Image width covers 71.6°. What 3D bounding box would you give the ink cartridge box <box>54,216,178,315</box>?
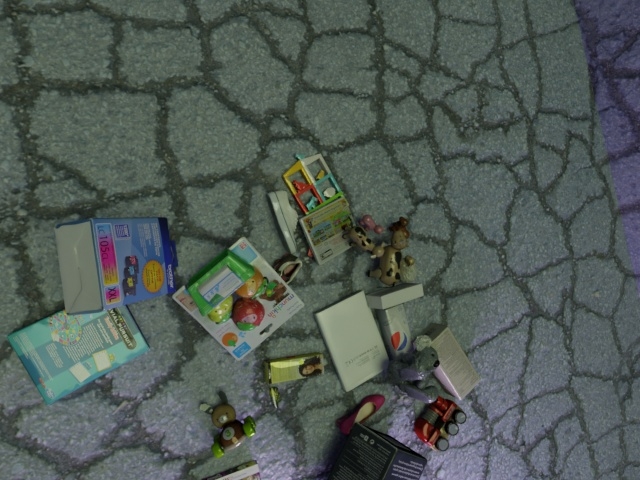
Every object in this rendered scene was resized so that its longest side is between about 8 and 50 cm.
[{"bbox_3d":[-0.616,0.062,1.422,0.151,0.395,0.269,-6,92,16],"label":"ink cartridge box"}]

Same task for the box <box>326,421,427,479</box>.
[{"bbox_3d":[0.193,0.959,1.715,0.293,0.212,0.395,42,71,-43],"label":"box"}]

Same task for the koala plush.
[{"bbox_3d":[0.400,0.504,1.802,0.221,0.204,0.196,-38,113,-38],"label":"koala plush"}]

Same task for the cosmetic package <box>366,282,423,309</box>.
[{"bbox_3d":[0.317,0.234,1.880,0.239,0.099,0.060,-11,92,-33],"label":"cosmetic package"}]

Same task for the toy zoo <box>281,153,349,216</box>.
[{"bbox_3d":[-0.030,-0.222,1.812,0.192,0.030,0.293,-35,101,-20],"label":"toy zoo"}]

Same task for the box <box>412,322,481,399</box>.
[{"bbox_3d":[0.563,0.536,1.981,0.148,0.121,0.310,-36,101,-19],"label":"box"}]

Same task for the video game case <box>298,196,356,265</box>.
[{"bbox_3d":[0.043,-0.041,1.802,0.227,0.026,0.206,-29,106,-26],"label":"video game case"}]

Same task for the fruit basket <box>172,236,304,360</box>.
[{"bbox_3d":[-0.283,0.217,1.576,0.327,0.165,0.353,-39,103,-3],"label":"fruit basket"}]

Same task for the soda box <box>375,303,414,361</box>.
[{"bbox_3d":[0.326,0.413,1.901,0.091,0.098,0.285,-16,95,-22],"label":"soda box"}]

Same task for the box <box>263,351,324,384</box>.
[{"bbox_3d":[-0.103,0.499,1.744,0.233,0.058,0.087,-5,90,-22],"label":"box"}]

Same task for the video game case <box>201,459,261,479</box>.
[{"bbox_3d":[-0.316,0.968,1.649,0.211,0.042,0.231,-11,92,-21],"label":"video game case"}]

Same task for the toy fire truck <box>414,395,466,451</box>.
[{"bbox_3d":[0.489,0.764,1.940,0.246,0.158,0.217,42,74,-4],"label":"toy fire truck"}]

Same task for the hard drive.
[{"bbox_3d":[0.136,0.414,1.851,0.233,0.047,0.352,-24,97,-21],"label":"hard drive"}]

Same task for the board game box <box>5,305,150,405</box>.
[{"bbox_3d":[-0.781,0.333,1.459,0.336,0.079,0.253,-28,98,-21],"label":"board game box"}]

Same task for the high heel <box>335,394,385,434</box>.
[{"bbox_3d":[0.183,0.715,1.821,0.244,0.117,0.082,-18,95,-22],"label":"high heel"}]

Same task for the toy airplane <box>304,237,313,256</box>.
[{"bbox_3d":[0.000,0.000,1.812,0.151,0.028,0.151,-3,96,-26],"label":"toy airplane"}]

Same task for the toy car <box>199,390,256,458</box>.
[{"bbox_3d":[-0.347,0.647,1.604,0.155,0.149,0.188,-31,88,-10],"label":"toy car"}]

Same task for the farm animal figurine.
[{"bbox_3d":[0.271,0.041,1.821,0.331,0.172,0.326,-11,96,-31],"label":"farm animal figurine"}]

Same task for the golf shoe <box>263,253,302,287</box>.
[{"bbox_3d":[-0.181,0.155,1.692,0.273,0.120,0.105,-47,107,-15],"label":"golf shoe"}]

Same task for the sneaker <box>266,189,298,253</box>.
[{"bbox_3d":[-0.128,-0.077,1.733,0.092,0.094,0.257,-19,95,-17],"label":"sneaker"}]

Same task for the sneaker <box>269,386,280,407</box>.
[{"bbox_3d":[-0.172,0.610,1.725,0.035,0.031,0.083,-13,93,-23],"label":"sneaker"}]
